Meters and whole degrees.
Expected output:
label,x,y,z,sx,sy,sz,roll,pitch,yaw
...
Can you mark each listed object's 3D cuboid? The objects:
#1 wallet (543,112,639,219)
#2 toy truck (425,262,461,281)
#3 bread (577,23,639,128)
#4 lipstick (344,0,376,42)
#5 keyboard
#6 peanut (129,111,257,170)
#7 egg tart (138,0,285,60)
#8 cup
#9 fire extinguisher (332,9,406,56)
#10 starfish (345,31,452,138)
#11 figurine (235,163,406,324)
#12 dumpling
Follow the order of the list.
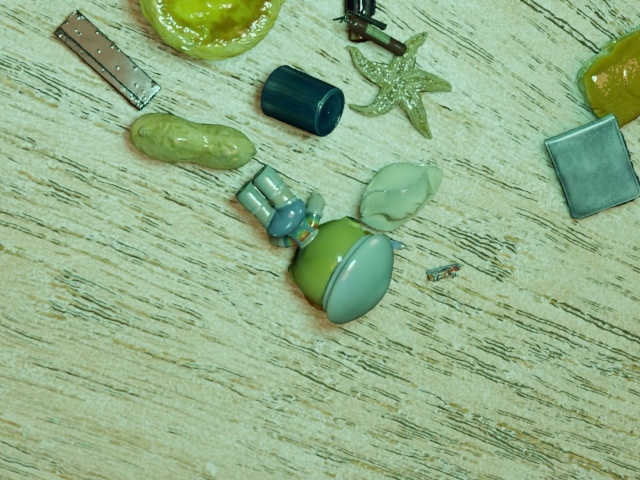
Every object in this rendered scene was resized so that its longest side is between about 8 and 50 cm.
label,x,y,z,sx,sy,sz,roll,pitch,yaw
wallet,0.607,-0.159,2.031,0.167,0.036,0.222,-22,115,16
toy truck,0.279,0.072,2.057,0.083,0.024,0.032,-11,71,-5
bread,0.685,-0.366,2.018,0.245,0.121,0.174,-36,102,-5
lipstick,0.084,-0.564,1.901,0.081,0.081,0.299,-1,101,-10
keyboard,-0.434,-0.366,1.869,0.231,0.023,0.072,42,82,-13
peanut,-0.261,-0.200,1.879,0.263,0.117,0.101,10,118,-14
egg tart,-0.219,-0.521,1.831,0.319,0.128,0.318,-2,100,-12
cup,-0.024,-0.288,1.884,0.138,0.150,0.113,27,117,27
fire extinguisher,0.109,-0.436,1.890,0.173,0.035,0.049,21,104,-31
starfish,0.175,-0.342,1.972,0.277,0.062,0.236,45,83,-9
figurine,-0.023,0.021,1.909,0.382,0.205,0.224,30,100,-10
dumpling,0.176,-0.090,1.981,0.181,0.111,0.155,0,132,2
